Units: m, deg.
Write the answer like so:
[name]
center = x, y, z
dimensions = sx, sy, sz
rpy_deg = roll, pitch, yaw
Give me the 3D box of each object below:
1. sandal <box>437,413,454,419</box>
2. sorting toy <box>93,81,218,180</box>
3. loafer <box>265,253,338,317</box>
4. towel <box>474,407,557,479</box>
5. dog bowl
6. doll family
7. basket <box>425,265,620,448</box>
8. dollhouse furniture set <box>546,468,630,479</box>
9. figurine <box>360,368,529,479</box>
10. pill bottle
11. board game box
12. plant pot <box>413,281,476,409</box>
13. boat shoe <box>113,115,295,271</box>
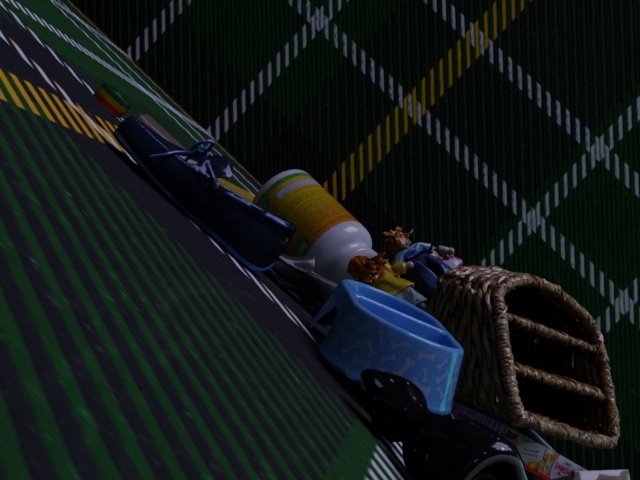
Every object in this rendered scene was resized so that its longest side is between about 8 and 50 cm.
[sandal]
center = 0.142, 0.216, 1.385
dimensions = 0.254, 0.054, 0.097
rpy_deg = 45, 3, 36
[sorting toy]
center = -0.195, -0.100, 1.425
dimensions = 0.274, 0.046, 0.132
rpy_deg = 43, 2, -8
[loafer]
center = -0.031, 0.042, 1.467
dimensions = 0.170, 0.061, 0.062
rpy_deg = 42, 4, -21
[towel]
center = 0.419, 0.439, 1.777
dimensions = 0.374, 0.090, 0.320
rpy_deg = 45, 0, 30
[dog bowl]
center = 0.080, 0.117, 1.265
dimensions = 0.165, 0.074, 0.297
rpy_deg = 23, 5, -7
[doll family]
center = 0.138, 0.056, 1.652
dimensions = 0.163, 0.263, 0.118
rpy_deg = 41, -37, 32
[basket]
center = 0.318, 0.163, 1.577
dimensions = 0.299, 0.214, 0.223
rpy_deg = 22, -3, -42
[dollhouse furniture set]
center = 0.317, 0.394, 1.388
dimensions = 0.101, 0.161, 0.182
rpy_deg = 5, -22, -27
[figurine]
center = 0.146, 0.224, 1.047
dimensions = 0.215, 0.092, 0.209
rpy_deg = 43, -2, -32
[pill bottle]
center = 0.000, 0.000, 1.796
dimensions = 0.246, 0.136, 0.136
rpy_deg = 45, 3, 34
[board game box]
center = 0.273, 0.295, 1.534
dimensions = 0.193, 0.045, 0.146
rpy_deg = 31, -7, -31
[plant pot]
center = 0.198, 0.171, 1.768
dimensions = 0.187, 0.167, 0.188
rpy_deg = 40, 5, -46
[boat shoe]
center = -0.140, -0.073, 1.324
dimensions = 0.258, 0.089, 0.109
rpy_deg = 42, 3, -25
